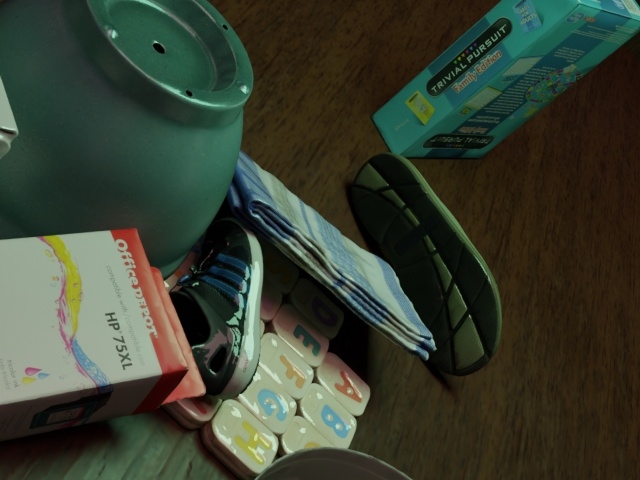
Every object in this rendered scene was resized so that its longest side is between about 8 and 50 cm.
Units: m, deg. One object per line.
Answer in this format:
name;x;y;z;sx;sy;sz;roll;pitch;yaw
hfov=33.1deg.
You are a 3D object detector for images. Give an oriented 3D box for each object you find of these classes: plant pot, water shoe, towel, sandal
plant pot;-0.183;-0.125;0.969;0.293;0.196;0.293;31;36;-26
water shoe;-0.100;0.047;0.989;0.080;0.073;0.203;23;39;-30
towel;0.000;0.000;1.153;0.285;0.034;0.209;40;11;-28
sandal;0.140;0.021;1.320;0.086;0.120;0.302;25;38;-57

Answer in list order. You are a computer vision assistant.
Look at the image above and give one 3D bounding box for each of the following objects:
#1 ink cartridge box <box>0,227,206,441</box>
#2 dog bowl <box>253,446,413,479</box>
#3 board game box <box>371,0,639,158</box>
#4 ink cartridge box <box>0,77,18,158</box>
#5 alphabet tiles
ink cartridge box;-0.194;0.069;0.828;0.231;0.078;0.134;-7;62;-36
dog bowl;0.027;0.343;0.852;0.349;0.102;0.348;33;36;-27
board game box;0.271;-0.245;1.539;0.254;0.336;0.079;-5;61;-54
ink cartridge box;-0.338;-0.129;0.812;0.100;0.172;0.237;6;53;-48
alphabet tiles;-0.065;0.103;1.062;0.278;0.021;0.284;45;32;-8
